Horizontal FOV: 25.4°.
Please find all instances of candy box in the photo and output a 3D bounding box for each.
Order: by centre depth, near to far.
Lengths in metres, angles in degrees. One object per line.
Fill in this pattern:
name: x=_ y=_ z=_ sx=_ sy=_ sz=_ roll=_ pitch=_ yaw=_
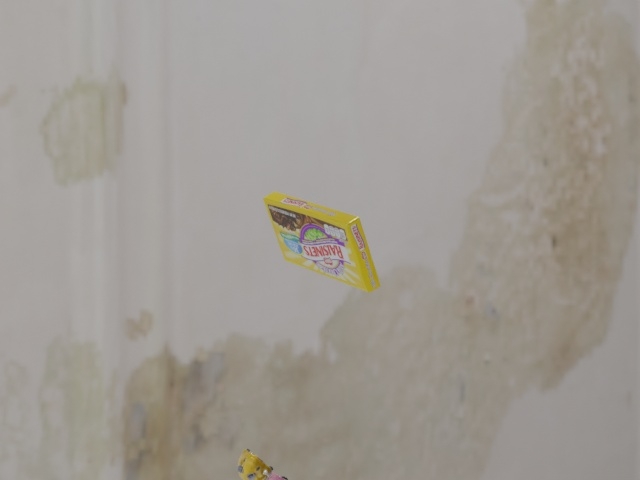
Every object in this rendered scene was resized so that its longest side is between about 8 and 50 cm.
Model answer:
candy box: x=0.000 y=0.000 z=1.910 sx=0.027 sy=0.206 sz=0.105 roll=-33 pitch=-63 yaw=-24

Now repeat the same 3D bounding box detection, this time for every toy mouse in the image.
toy mouse: x=-0.034 y=0.281 z=1.555 sx=0.031 sy=0.143 sz=0.161 roll=-53 pitch=-6 yaw=-8
